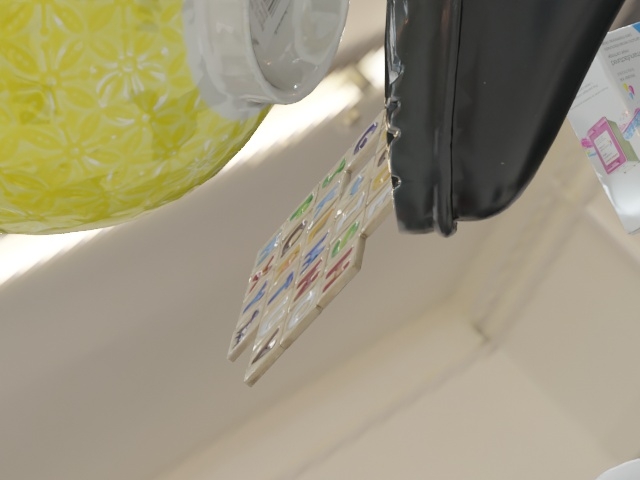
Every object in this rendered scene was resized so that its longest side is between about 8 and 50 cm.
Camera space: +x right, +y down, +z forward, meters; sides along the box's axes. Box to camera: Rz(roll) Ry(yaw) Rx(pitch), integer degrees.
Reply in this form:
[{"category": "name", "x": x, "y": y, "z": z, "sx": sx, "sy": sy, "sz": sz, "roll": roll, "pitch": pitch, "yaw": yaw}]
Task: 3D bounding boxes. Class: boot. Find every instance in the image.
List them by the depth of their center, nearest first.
[{"category": "boot", "x": 0.125, "y": -0.112, "z": 0.518, "sx": 0.094, "sy": 0.207, "sz": 0.246, "roll": -75, "pitch": -9, "yaw": -78}]

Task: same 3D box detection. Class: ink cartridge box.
[{"category": "ink cartridge box", "x": 0.211, "y": -0.075, "z": 1.205, "sx": 0.088, "sy": 0.122, "sz": 0.052, "roll": -22, "pitch": -6, "yaw": -41}]

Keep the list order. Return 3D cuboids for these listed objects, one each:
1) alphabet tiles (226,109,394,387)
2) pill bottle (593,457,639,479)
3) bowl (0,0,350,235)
[{"category": "alphabet tiles", "x": 0.000, "y": 0.000, "z": 1.295, "sx": 0.198, "sy": 0.009, "sz": 0.237, "roll": -48, "pitch": 13, "yaw": 26}, {"category": "pill bottle", "x": 0.172, "y": 0.229, "z": 1.010, "sx": 0.130, "sy": 0.130, "sz": 0.245, "roll": -34, "pitch": -28, "yaw": -25}, {"category": "bowl", "x": -0.077, "y": -0.132, "z": 0.933, "sx": 0.289, "sy": 0.156, "sz": 0.289, "roll": -37, "pitch": -47, "yaw": -56}]
